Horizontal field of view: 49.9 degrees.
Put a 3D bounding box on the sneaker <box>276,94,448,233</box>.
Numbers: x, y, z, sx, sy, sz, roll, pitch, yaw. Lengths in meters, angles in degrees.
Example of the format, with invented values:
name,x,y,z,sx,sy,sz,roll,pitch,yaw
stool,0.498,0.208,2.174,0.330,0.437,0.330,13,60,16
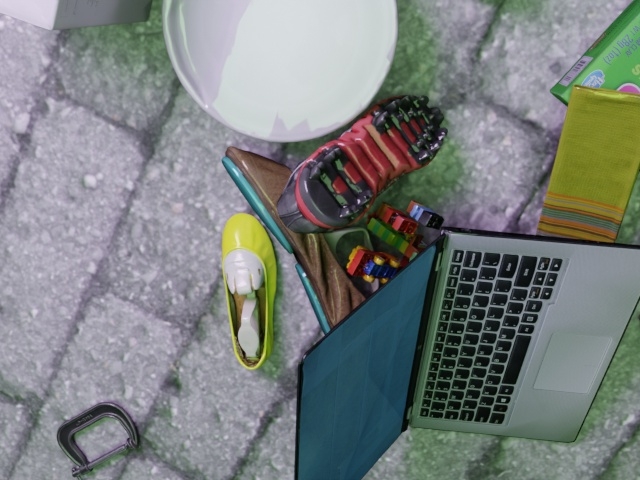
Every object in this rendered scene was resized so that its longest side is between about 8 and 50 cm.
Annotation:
name,x,y,z,sx,sy,sz,roll,pitch,yaw
sneaker,0.047,-0.092,0.844,0.098,0.276,0.135,54,143,-5

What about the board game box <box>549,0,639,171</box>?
name,x,y,z,sx,sy,sz,roll,pitch,yaw
board game box,0.488,-0.172,0.846,0.316,0.064,0.242,38,108,-8

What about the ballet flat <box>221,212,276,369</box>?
name,x,y,z,sx,sy,sz,roll,pitch,yaw
ballet flat,-0.101,0.079,0.975,0.077,0.077,0.231,-1,108,6

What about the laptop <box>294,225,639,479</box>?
name,x,y,z,sx,sy,sz,roll,pitch,yaw
laptop,0.183,0.205,0.853,0.407,0.236,0.382,5,129,3

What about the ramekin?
name,x,y,z,sx,sy,sz,roll,pitch,yaw
ramekin,-0.043,-0.262,0.829,0.272,0.127,0.273,1,109,4

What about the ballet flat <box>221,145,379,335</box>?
name,x,y,z,sx,sy,sz,roll,pitch,yaw
ballet flat,0.000,0.000,0.933,0.124,0.116,0.343,-32,104,-7

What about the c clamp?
name,x,y,z,sx,sy,sz,roll,pitch,yaw
c clamp,-0.356,0.335,1.116,0.160,0.022,0.137,-36,97,17

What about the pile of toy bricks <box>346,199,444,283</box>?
name,x,y,z,sx,sy,sz,roll,pitch,yaw
pile of toy bricks,0.103,0.000,0.890,0.105,0.212,0.118,40,108,39

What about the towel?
name,x,y,z,sx,sy,sz,roll,pitch,yaw
towel,0.343,-0.077,0.867,0.102,0.021,0.237,11,129,14

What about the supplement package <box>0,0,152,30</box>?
name,x,y,z,sx,sy,sz,roll,pitch,yaw
supplement package,-0.289,-0.342,0.735,0.175,0.293,0.178,19,109,-2
